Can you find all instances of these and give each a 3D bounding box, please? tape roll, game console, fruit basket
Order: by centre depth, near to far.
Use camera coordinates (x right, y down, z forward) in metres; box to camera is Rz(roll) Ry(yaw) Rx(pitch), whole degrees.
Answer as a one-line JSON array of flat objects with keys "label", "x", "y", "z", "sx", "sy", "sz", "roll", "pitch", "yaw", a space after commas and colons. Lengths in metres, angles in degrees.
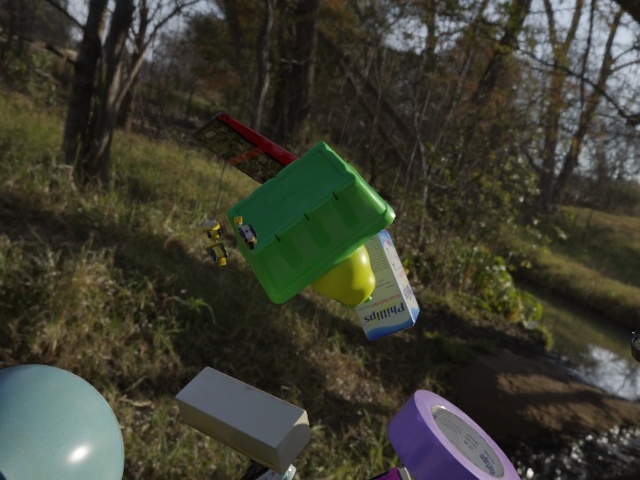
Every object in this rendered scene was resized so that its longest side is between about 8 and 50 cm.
[{"label": "tape roll", "x": 0.269, "y": 0.431, "z": 1.190, "sx": 0.275, "sy": 0.090, "sz": 0.275, "roll": 37, "pitch": 11, "yaw": -8}, {"label": "fruit basket", "x": 0.000, "y": 0.000, "z": 1.472, "sx": 0.392, "sy": 0.392, "sz": 0.283, "roll": 10, "pitch": 32, "yaw": -43}, {"label": "game console", "x": -0.231, "y": -0.289, "z": 1.936, "sx": 0.342, "sy": 0.060, "sz": 0.386, "roll": 34, "pitch": -13, "yaw": -20}]

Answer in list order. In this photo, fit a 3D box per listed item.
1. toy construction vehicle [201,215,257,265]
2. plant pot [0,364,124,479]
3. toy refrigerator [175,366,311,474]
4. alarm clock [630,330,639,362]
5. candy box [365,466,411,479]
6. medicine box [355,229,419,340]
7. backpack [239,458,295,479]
[{"label": "toy construction vehicle", "x": -0.153, "y": 0.000, "z": 0.988, "sx": 0.086, "sy": 0.035, "sz": 0.098, "roll": -21, "pitch": 44, "yaw": -17}, {"label": "plant pot", "x": -0.446, "y": 0.333, "z": 0.820, "sx": 0.290, "sy": 0.290, "sz": 0.195, "roll": 16, "pitch": -4, "yaw": -2}, {"label": "toy refrigerator", "x": -0.160, "y": 0.365, "z": 1.212, "sx": 0.269, "sy": 0.094, "sz": 0.102, "roll": 14, "pitch": 39, "yaw": 31}, {"label": "alarm clock", "x": 1.017, "y": 0.326, "z": 1.813, "sx": 0.129, "sy": 0.064, "sz": 0.192, "roll": -11, "pitch": 21, "yaw": 6}, {"label": "candy box", "x": 0.145, "y": 0.612, "z": 1.220, "sx": 0.071, "sy": 0.159, "sz": 0.233, "roll": 38, "pitch": 26, "yaw": -58}, {"label": "medicine box", "x": 0.177, "y": 0.129, "z": 1.807, "sx": 0.149, "sy": 0.289, "sz": 0.263, "roll": -23, "pitch": -3, "yaw": 13}, {"label": "backpack", "x": -0.173, "y": 0.771, "z": 1.960, "sx": 0.115, "sy": 0.182, "sz": 0.152, "roll": 44, "pitch": 30, "yaw": -13}]
